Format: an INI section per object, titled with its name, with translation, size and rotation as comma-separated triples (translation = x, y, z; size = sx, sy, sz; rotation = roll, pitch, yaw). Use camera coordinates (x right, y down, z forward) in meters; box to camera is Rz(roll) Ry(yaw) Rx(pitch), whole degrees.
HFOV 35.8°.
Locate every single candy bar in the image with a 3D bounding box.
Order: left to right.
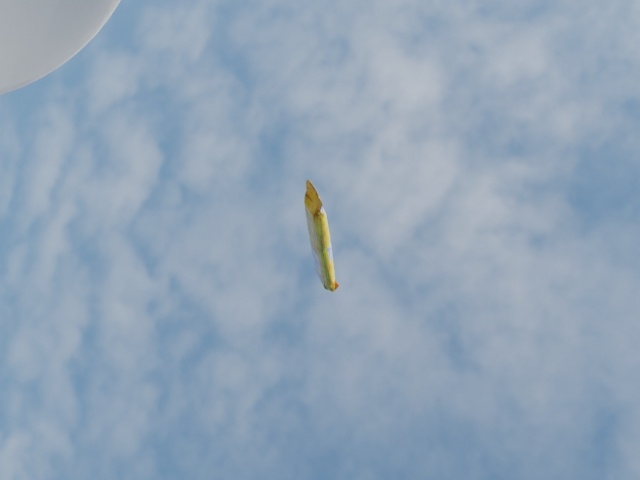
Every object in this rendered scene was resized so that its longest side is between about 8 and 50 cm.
[candy bar]
translation = 0.000, 0.000, 1.060
size = 0.018, 0.161, 0.040
rotation = -23, -126, -10

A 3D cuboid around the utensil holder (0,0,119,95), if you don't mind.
[utensil holder]
translation = -0.376, -0.346, 0.857
size = 0.327, 0.327, 0.385
rotation = -51, -123, 19
